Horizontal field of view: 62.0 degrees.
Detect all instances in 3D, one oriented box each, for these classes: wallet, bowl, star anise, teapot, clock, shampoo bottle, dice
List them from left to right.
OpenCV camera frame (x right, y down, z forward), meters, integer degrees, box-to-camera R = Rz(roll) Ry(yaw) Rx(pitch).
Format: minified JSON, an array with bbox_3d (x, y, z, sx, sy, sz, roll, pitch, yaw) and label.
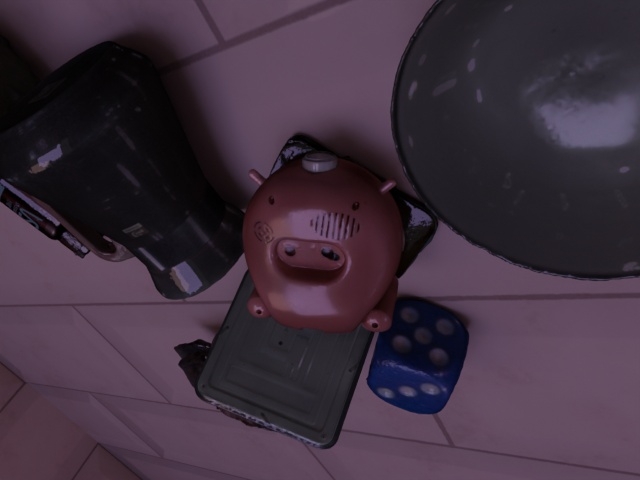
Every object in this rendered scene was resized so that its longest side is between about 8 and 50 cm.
[{"bbox_3d":[-0.612,-0.089,1.122,0.323,0.084,0.129,42,142,-15],"label":"shampoo bottle"},{"bbox_3d":[-0.297,-0.083,0.809,0.299,0.254,0.344,-16,129,25],"label":"teapot"},{"bbox_3d":[-0.194,0.330,1.233,0.331,0.118,0.332,32,175,3],"label":"star anise"},{"bbox_3d":[0.000,0.000,0.728,0.226,0.142,0.242,6,120,11],"label":"clock"},{"bbox_3d":[0.043,-0.049,0.787,0.255,0.031,0.137,29,122,-3],"label":"wallet"},{"bbox_3d":[0.163,0.199,0.913,0.146,0.143,0.147,17,138,9],"label":"dice"},{"bbox_3d":[0.247,-0.134,0.496,0.336,0.158,0.337,17,138,16],"label":"bowl"}]

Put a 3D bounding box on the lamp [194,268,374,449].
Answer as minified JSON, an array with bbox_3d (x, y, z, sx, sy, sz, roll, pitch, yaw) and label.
[{"bbox_3d":[-0.057,0.197,0.952,0.268,0.267,0.047,17,160,14],"label":"lamp"}]

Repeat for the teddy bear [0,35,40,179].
[{"bbox_3d":[-0.592,-0.201,0.775,0.357,0.367,0.224,41,120,-1],"label":"teddy bear"}]

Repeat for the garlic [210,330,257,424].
[{"bbox_3d":[-0.103,0.262,1.065,0.244,0.245,0.161,15,141,17],"label":"garlic"}]
